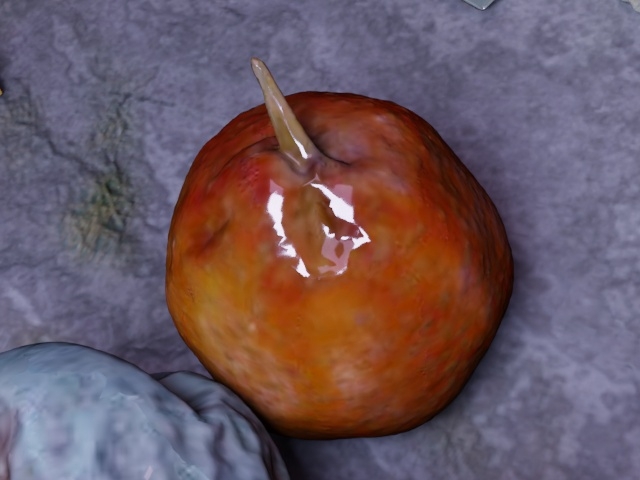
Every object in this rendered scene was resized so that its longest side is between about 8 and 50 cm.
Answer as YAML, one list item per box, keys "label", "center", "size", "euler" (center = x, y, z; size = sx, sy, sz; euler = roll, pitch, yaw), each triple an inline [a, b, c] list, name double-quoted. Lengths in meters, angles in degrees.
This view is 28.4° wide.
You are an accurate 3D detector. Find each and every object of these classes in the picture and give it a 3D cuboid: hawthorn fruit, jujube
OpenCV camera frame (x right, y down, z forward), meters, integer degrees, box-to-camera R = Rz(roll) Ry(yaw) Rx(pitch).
- label: "hawthorn fruit"
  center: [0.000, 0.000, 0.728]
  size: [0.211, 0.262, 0.210]
  euler: [-7, 61, 13]
- label: "jujube"
  center: [-0.113, 0.211, 0.657]
  size: [0.247, 0.215, 0.307]
  euler: [-16, 63, 24]

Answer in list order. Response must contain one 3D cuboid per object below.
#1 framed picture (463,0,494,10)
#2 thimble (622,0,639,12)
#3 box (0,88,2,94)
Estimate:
- label: "framed picture"
  center: [0.141, -0.325, 1.031]
  size: [0.232, 0.019, 0.296]
  euler: [37, 74, 29]
- label: "thimble"
  center: [0.253, -0.256, 0.891]
  size: [0.144, 0.137, 0.190]
  euler: [-31, 78, -6]
- label: "box"
  center: [-0.412, -0.152, 1.038]
  size: [0.174, 0.076, 0.274]
  euler: [-45, 59, -12]
